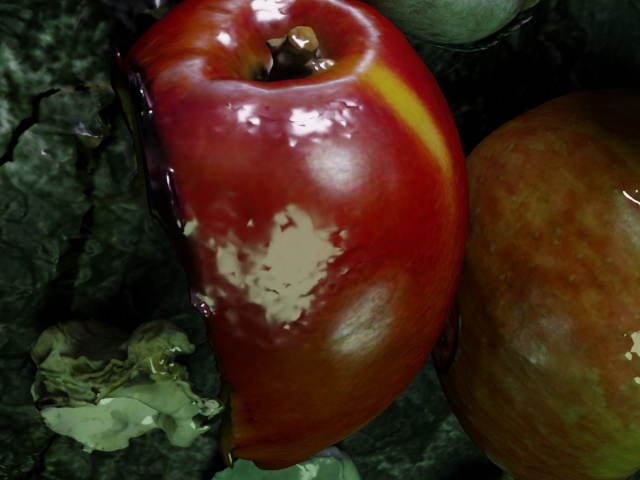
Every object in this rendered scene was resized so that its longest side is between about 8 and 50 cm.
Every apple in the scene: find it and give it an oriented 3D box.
[{"bbox_3d":[0.201,0.029,0.999,0.277,0.250,0.309,-26,162,-43],"label":"apple"}]

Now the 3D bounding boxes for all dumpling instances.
[{"bbox_3d":[-0.020,0.240,1.216,0.105,0.149,0.216,-46,140,-25],"label":"dumpling"}]

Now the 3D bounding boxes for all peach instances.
[{"bbox_3d":[0.000,0.000,0.884,0.201,0.257,0.361,-17,129,-7],"label":"peach"}]

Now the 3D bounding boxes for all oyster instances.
[{"bbox_3d":[-0.139,0.102,1.045,0.163,0.081,0.191,21,151,-33],"label":"oyster"}]

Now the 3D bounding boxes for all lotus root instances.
[{"bbox_3d":[0.083,-0.167,0.894,0.165,0.088,0.088,10,126,-39],"label":"lotus root"}]

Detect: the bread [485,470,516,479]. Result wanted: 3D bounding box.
[{"bbox_3d":[0.151,0.342,1.336,0.152,0.130,0.267,8,128,-31],"label":"bread"}]
